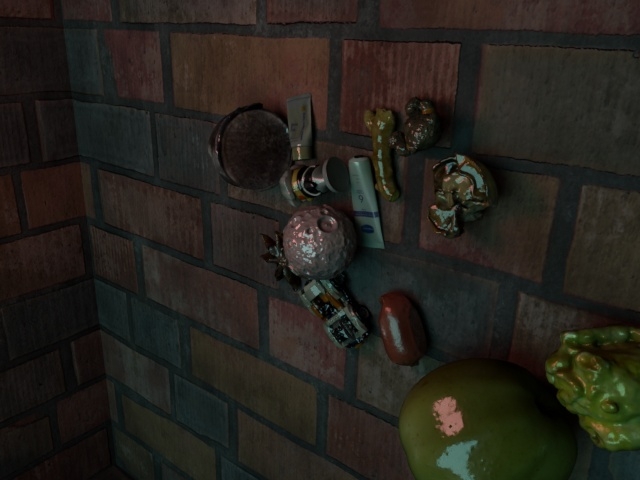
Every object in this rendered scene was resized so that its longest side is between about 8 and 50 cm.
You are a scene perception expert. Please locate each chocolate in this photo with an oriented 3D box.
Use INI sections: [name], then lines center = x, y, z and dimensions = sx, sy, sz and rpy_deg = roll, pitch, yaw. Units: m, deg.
[chocolate]
center = -0.271, -0.328, 2.031
dimensions = 0.213, 0.303, 0.303
rpy_deg = 12, 113, 55

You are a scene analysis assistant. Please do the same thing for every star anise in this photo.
[star anise]
center = -0.127, 0.063, 2.139
dimensions = 0.288, 0.088, 0.288
rpy_deg = 19, 130, 24

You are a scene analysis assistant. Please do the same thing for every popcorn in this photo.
[popcorn]
center = 0.722, 0.350, 1.412
dimensions = 0.312, 0.312, 0.312
rpy_deg = 14, 114, 36

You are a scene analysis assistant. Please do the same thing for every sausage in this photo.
[sausage]
center = 0.265, 0.297, 1.859
dimensions = 0.148, 0.148, 0.255
rpy_deg = -11, 97, 41

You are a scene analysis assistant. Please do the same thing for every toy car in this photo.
[toy car]
center = 0.058, 0.252, 2.035
dimensions = 0.193, 0.118, 0.301
rpy_deg = -41, 80, 38

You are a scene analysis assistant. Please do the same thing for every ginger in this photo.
[ginger]
center = 0.199, -0.265, 1.771
dimensions = 0.118, 0.065, 0.299
rpy_deg = 6, 108, 53

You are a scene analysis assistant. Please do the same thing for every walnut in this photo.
[walnut]
center = 0.404, -0.136, 1.599
dimensions = 0.238, 0.141, 0.204
rpy_deg = -46, 63, 42

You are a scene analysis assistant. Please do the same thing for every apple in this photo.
[apple]
center = 0.462, 0.553, 1.595
dimensions = 0.473, 0.473, 0.474
rpy_deg = 14, 114, 36

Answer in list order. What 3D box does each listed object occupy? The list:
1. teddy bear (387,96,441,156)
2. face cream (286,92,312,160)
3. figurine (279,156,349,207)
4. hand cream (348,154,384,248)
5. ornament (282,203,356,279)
[teddy bear]
center = 0.284, -0.310, 1.610
dimensions = 0.140, 0.190, 0.177
rpy_deg = 28, 105, -5
[face cream]
center = -0.073, -0.392, 1.965
dimensions = 0.114, 0.070, 0.224
rpy_deg = -1, 95, 40
[figurine]
center = -0.025, -0.203, 1.904
dimensions = 0.236, 0.176, 0.133
rpy_deg = -12, 109, 39
[hand cream]
center = 0.150, -0.127, 1.881
dimensions = 0.109, 0.067, 0.321
rpy_deg = 6, 116, 37
[ornament]
center = 0.000, 0.000, 1.900
dimensions = 0.259, 0.259, 0.225
rpy_deg = 50, 154, 15
